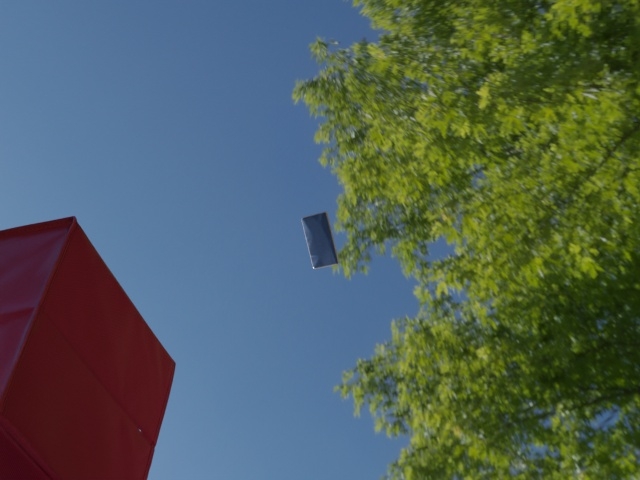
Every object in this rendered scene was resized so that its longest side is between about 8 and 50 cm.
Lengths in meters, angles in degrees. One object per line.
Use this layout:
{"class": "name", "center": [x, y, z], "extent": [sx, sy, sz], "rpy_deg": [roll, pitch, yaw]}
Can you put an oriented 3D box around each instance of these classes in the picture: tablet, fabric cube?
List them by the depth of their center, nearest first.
{"class": "fabric cube", "center": [-0.342, 0.169, 0.863], "extent": [0.254, 0.259, 0.258], "rpy_deg": [-9, -47, 14]}
{"class": "tablet", "center": [0.000, 0.000, 1.239], "extent": [0.054, 0.006, 0.083], "rpy_deg": [-14, -90, 40]}
